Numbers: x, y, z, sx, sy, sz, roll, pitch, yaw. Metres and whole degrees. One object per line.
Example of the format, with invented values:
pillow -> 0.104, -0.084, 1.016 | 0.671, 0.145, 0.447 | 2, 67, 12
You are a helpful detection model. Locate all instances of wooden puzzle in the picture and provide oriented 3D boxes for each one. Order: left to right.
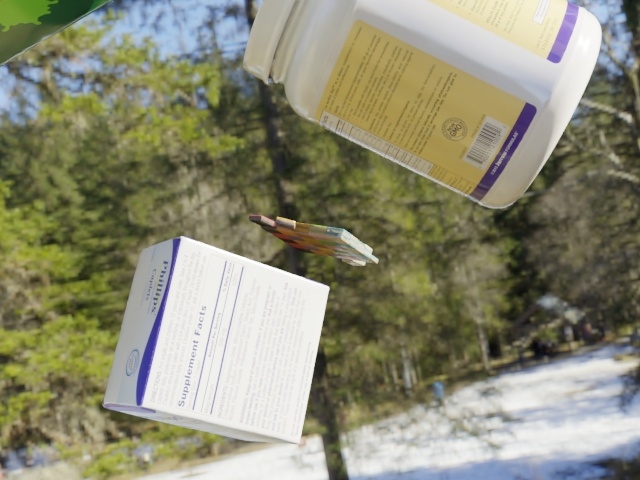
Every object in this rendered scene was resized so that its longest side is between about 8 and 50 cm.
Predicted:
wooden puzzle -> 0.000, 0.000, 0.531 | 0.049, 0.006, 0.083 | 9, -12, 28

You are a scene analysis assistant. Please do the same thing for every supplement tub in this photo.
supplement tub -> 0.108, -0.205, 1.077 | 0.331, 0.241, 0.241 | 27, -4, 1

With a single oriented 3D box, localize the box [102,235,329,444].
box -> -0.077, 0.079, 0.741 | 0.137, 0.126, 0.072 | 21, -18, -31

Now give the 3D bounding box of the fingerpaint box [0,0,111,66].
fingerpaint box -> -0.155, -0.349, 0.447 | 0.371, 0.444, 0.163 | -21, -12, 25
